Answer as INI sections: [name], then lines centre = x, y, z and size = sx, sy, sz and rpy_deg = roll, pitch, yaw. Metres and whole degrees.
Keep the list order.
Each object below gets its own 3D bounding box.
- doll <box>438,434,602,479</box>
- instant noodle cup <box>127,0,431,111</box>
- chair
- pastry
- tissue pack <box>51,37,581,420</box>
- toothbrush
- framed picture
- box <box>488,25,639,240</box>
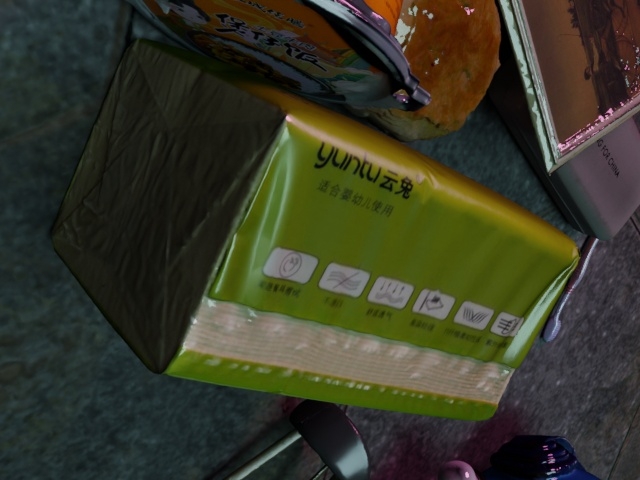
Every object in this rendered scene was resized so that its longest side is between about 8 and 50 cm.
[doll]
centre = 0.216, 0.354, 0.844
size = 0.310, 0.240, 0.284
rpy_deg = 17, 73, -46
[instant noodle cup]
centre = -0.013, -0.173, 0.465
size = 0.208, 0.178, 0.125
rpy_deg = 22, 85, -28
[chair]
centre = -0.049, 0.240, 0.693
size = 0.221, 0.104, 0.095
rpy_deg = -42, 156, -6
[pastry]
centre = 0.075, -0.148, 0.588
size = 0.153, 0.081, 0.153
rpy_deg = -13, 116, -29
[tissue pack]
centre = 0.000, 0.000, 0.528
size = 0.275, 0.200, 0.167
rpy_deg = 17, 103, -40
[toothbrush]
centre = 0.297, 0.030, 0.890
size = 0.019, 0.013, 0.193
rpy_deg = 9, 107, -46
[framed picture]
centre = 0.221, -0.208, 0.652
size = 0.197, 0.014, 0.252
rpy_deg = -32, 112, -28
[box]
centre = 0.253, -0.101, 0.763
size = 0.103, 0.055, 0.244
rpy_deg = -51, 132, -4
